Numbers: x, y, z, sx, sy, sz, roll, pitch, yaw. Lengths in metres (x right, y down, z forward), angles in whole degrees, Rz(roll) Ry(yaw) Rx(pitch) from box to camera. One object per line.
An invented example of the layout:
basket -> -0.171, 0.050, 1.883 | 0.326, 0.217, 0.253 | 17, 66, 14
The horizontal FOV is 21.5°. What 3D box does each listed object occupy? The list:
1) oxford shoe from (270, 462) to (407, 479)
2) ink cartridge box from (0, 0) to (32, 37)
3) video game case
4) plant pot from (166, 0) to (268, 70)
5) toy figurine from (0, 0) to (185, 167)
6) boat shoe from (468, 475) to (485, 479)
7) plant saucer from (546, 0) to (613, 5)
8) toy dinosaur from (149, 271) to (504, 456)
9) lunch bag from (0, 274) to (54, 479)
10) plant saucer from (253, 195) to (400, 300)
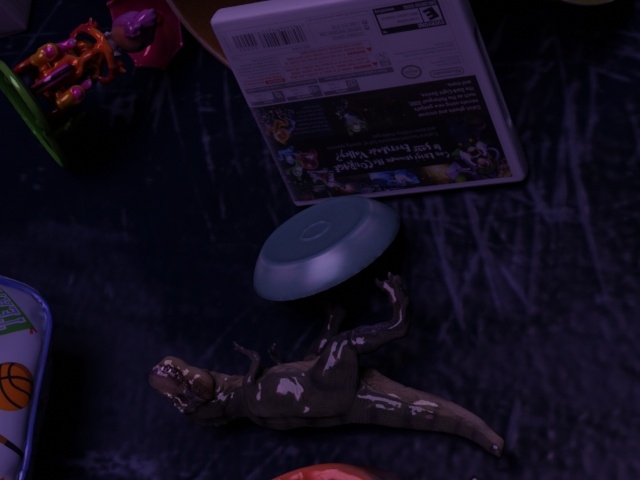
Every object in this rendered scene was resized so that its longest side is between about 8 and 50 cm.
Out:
oxford shoe -> -0.090, 0.244, 1.109 | 0.364, 0.133, 0.130 | -20, 80, 18
ink cartridge box -> -0.332, -0.316, 1.554 | 0.093, 0.160, 0.219 | -9, 59, 25
video game case -> 0.036, -0.105, 1.215 | 0.190, 0.173, 0.022 | -6, 37, 27
plant pot -> 0.032, -0.268, 1.297 | 0.237, 0.237, 0.254 | 11, 54, 34
toy figurine -> -0.185, -0.158, 1.396 | 0.159, 0.130, 0.173 | -36, 6, -8
boat shoe -> 0.141, 0.177, 1.066 | 0.125, 0.046, 0.038 | 6, 71, 41
plant saucer -> 0.141, -0.269, 1.229 | 0.037, 0.241, 0.241 | -34, 45, 43
toy dinosaur -> 0.014, 0.085, 1.187 | 0.268, 0.064, 0.118 | 3, 67, 26
lunch bag -> -0.330, 0.146, 1.239 | 0.243, 0.115, 0.303 | 12, 60, -9
plant saucer -> 0.000, 0.000, 1.230 | 0.119, 0.021, 0.119 | -23, 25, 11
